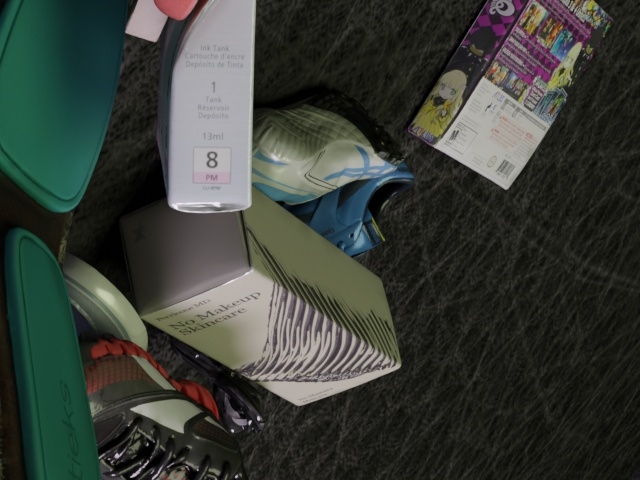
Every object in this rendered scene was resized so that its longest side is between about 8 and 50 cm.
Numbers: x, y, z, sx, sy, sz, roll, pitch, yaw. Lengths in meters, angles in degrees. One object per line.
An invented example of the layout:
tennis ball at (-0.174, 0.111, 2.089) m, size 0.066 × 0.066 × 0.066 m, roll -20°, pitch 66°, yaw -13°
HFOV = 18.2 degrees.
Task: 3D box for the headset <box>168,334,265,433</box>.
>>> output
headset at (-0.179, 0.256, 1.753) m, size 0.394 × 0.185 × 0.243 m, roll -50°, pitch 156°, yaw 25°

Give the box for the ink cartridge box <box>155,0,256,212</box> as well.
ink cartridge box at (-0.069, -0.152, 1.213) m, size 0.189 × 0.066 × 0.232 m, roll -111°, pitch -161°, yaw -73°

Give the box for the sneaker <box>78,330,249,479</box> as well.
sneaker at (-0.130, 0.153, 1.495) m, size 0.097 × 0.135 × 0.276 m, roll -41°, pitch 152°, yaw 5°

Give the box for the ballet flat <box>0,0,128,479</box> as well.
ballet flat at (-0.218, -0.007, 1.180) m, size 0.164 × 0.182 × 0.483 m, roll 53°, pitch 32°, yaw -59°

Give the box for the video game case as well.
video game case at (0.192, -0.165, 1.968) m, size 0.210 × 0.042 × 0.232 m, roll -58°, pitch 156°, yaw 5°

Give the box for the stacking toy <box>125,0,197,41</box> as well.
stacking toy at (-0.101, -0.281, 1.157) m, size 0.279 × 0.130 × 0.309 m, roll 140°, pitch -34°, yaw -69°

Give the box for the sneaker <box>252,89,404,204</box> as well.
sneaker at (-0.011, -0.071, 1.676) m, size 0.086 × 0.085 × 0.237 m, roll -44°, pitch 162°, yaw 27°

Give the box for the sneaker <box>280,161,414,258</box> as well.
sneaker at (0.000, 0.000, 1.776) m, size 0.209 × 0.082 × 0.069 m, roll -50°, pitch 157°, yaw -10°

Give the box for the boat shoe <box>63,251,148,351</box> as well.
boat shoe at (-0.185, 0.095, 1.553) m, size 0.081 × 0.079 × 0.227 m, roll -50°, pitch 159°, yaw -24°

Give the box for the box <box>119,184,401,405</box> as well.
box at (-0.044, 0.045, 1.635) m, size 0.113 × 0.094 × 0.275 m, roll -23°, pitch 152°, yaw 20°
